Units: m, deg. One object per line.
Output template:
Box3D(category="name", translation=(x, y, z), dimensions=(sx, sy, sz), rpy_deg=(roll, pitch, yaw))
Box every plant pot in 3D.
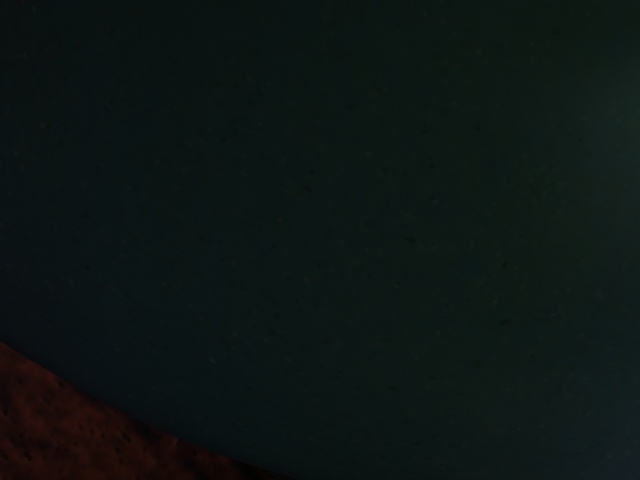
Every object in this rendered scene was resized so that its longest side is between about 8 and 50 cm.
Box3D(category="plant pot", translation=(-0.016, -0.062, 0.470), dimensions=(0.196, 0.290, 0.290), rpy_deg=(-4, 123, -9))

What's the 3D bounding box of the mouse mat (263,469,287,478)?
Box3D(category="mouse mat", translation=(0.000, 0.000, 0.689), dimensions=(0.152, 0.007, 0.189), rpy_deg=(-42, 137, -8))
